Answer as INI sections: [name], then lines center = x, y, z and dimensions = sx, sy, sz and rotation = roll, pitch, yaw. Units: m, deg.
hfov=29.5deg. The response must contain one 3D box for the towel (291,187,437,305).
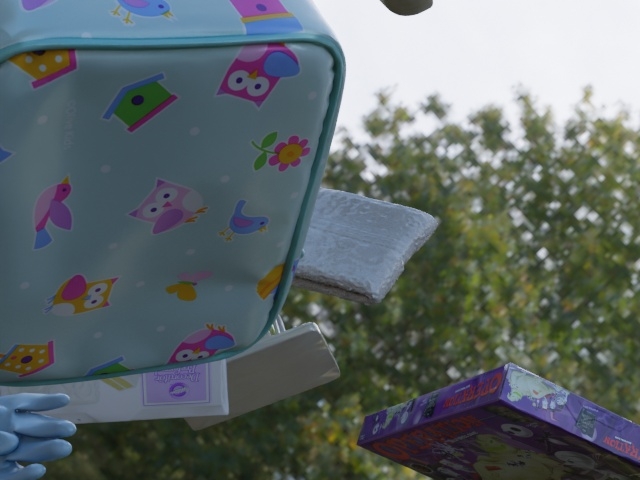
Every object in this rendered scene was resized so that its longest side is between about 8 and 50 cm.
[towel]
center = 0.000, 0.000, 1.710
dimensions = 0.282, 0.187, 0.049
rotation = 15, -46, 27

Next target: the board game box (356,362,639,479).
[board game box]
center = 0.204, 0.229, 1.371
dimensions = 0.208, 0.056, 0.347
rotation = 30, -25, -12

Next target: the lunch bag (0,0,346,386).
[lunch bag]
center = -0.106, -0.036, 0.699
dimensions = 0.108, 0.224, 0.279
rotation = 62, -31, 35

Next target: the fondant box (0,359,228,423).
[fondant box]
center = -0.234, 0.076, 1.392
dimensions = 0.330, 0.238, 0.096
rotation = -105, -165, -60

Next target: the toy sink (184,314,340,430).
[toy sink]
center = -0.111, 0.148, 1.729
dimensions = 0.153, 0.234, 0.131
rotation = 64, 6, -55

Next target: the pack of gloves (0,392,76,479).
[pack of gloves]
center = -0.278, 0.180, 0.821
dimensions = 0.232, 0.195, 0.046
rotation = 2, -48, 27

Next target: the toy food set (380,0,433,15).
[toy food set]
center = 0.054, -0.485, 1.800
dimensions = 0.306, 0.092, 0.220
rotation = 49, 0, 13
